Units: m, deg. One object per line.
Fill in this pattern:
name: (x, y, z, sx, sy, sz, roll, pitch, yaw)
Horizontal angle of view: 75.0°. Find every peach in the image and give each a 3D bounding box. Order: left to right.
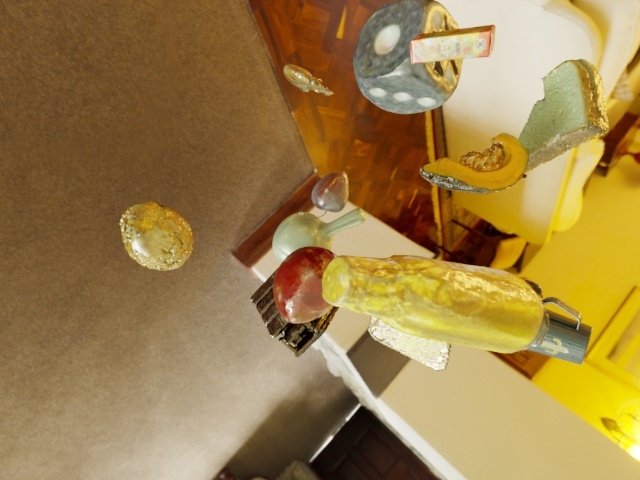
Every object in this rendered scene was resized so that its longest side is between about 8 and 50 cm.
peach: (-0.037, 0.128, 1.215, 0.244, 0.199, 0.243, -53, 179, -1)

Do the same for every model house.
model house: (-0.087, 0.225, 1.638, 0.317, 0.297, 0.282, -43, 102, 3)

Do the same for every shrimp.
shrimp: (-0.019, -0.414, 1.093, 0.236, 0.132, 0.053, -38, 147, -73)

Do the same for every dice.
dice: (0.195, -0.399, 0.922, 0.183, 0.182, 0.182, 18, 83, -43)

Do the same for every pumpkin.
pumpkin: (0.439, -0.170, 1.167, 0.278, 0.163, 0.111, -22, 148, 4)

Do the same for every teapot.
teapot: (-0.022, -0.031, 1.409, 0.318, 0.220, 0.149, -47, 169, 0)

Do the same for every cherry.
cherry: (0.019, -0.154, 1.321, 0.148, 0.115, 0.188, -40, 152, 27)

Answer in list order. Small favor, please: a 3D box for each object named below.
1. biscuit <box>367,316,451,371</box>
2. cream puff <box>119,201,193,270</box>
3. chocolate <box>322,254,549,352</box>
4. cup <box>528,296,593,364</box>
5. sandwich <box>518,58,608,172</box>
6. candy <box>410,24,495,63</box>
biscuit: (0.238, 0.197, 1.081, 0.013, 0.236, 0.232, -17, 121, -51)
cream puff: (-0.403, -0.006, 1.012, 0.130, 0.188, 0.189, -64, 163, -49)
chocolate: (0.208, 0.101, 0.723, 0.444, 0.162, 0.162, 15, 109, -32)
cup: (0.654, 0.246, 1.150, 0.131, 0.155, 0.177, -33, 131, -44)
sandwich: (0.699, -0.372, 1.254, 0.099, 0.255, 0.288, 6, 161, -21)
candy: (0.209, -0.308, 0.656, 0.062, 0.121, 0.038, -53, 140, -47)
